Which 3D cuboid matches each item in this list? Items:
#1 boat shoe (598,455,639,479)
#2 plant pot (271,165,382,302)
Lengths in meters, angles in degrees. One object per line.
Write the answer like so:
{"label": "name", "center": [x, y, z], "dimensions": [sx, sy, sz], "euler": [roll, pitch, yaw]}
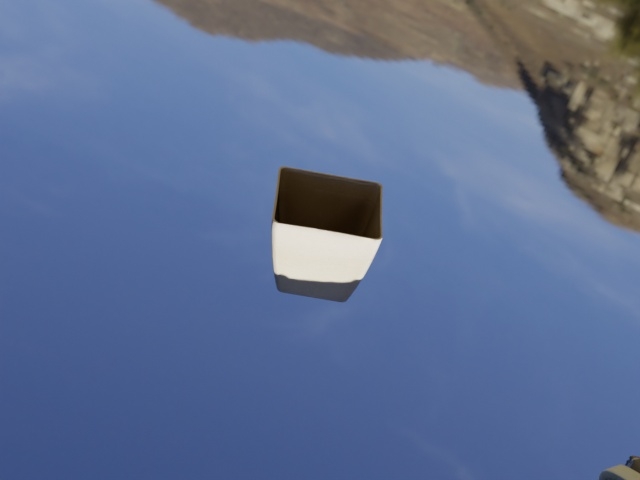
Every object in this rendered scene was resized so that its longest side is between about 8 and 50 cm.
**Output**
{"label": "boat shoe", "center": [0.280, 0.207, 0.875], "dimensions": [0.069, 0.081, 0.228], "euler": [-16, -156, -19]}
{"label": "plant pot", "center": [0.000, 0.000, 1.315], "dimensions": [0.109, 0.096, 0.109], "euler": [10, -147, -4]}
